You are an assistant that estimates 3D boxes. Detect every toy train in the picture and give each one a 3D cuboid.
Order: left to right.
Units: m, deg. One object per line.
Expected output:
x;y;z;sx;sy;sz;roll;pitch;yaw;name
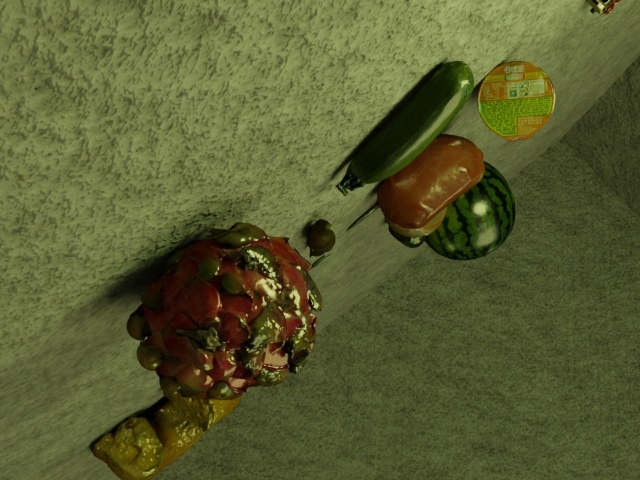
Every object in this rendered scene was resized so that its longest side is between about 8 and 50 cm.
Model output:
0.654;-0.559;1.751;0.138;0.050;0.087;-43;167;11;toy train

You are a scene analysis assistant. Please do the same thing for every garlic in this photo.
0.260;-0.105;2.055;0.245;0.145;0.164;-48;159;-30;garlic

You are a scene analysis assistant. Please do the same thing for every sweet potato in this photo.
0.000;0.000;1.735;0.067;0.067;0.274;-38;172;-12;sweet potato

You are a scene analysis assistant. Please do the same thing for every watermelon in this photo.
0.403;-0.085;2.226;0.285;0.285;0.285;-39;170;-8;watermelon

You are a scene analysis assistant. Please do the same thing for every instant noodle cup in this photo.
0.433;-0.308;1.765;0.168;0.168;0.185;-43;177;15;instant noodle cup

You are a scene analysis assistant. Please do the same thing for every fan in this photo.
0.001;0.054;2.138;0.083;0.004;0.056;-32;167;-43;fan

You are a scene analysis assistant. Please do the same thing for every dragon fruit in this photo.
-0.152;0.119;1.186;0.269;0.250;0.291;-25;-173;37;dragon fruit

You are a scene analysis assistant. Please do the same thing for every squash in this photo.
0.147;-0.185;1.407;0.331;0.087;0.087;-43;170;24;squash

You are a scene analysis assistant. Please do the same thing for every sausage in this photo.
0.258;-0.138;1.852;0.268;0.141;0.153;-38;171;0;sausage

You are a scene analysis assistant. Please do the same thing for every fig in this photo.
0.280;-0.059;2.377;0.156;0.123;0.123;-52;171;-3;fig

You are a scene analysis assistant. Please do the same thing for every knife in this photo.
0.183;-0.116;2.034;0.298;0.017;0.047;-41;180;0;knife

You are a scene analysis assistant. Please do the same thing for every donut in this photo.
-0.379;0.481;2.136;0.435;0.163;0.377;-42;171;6;donut
